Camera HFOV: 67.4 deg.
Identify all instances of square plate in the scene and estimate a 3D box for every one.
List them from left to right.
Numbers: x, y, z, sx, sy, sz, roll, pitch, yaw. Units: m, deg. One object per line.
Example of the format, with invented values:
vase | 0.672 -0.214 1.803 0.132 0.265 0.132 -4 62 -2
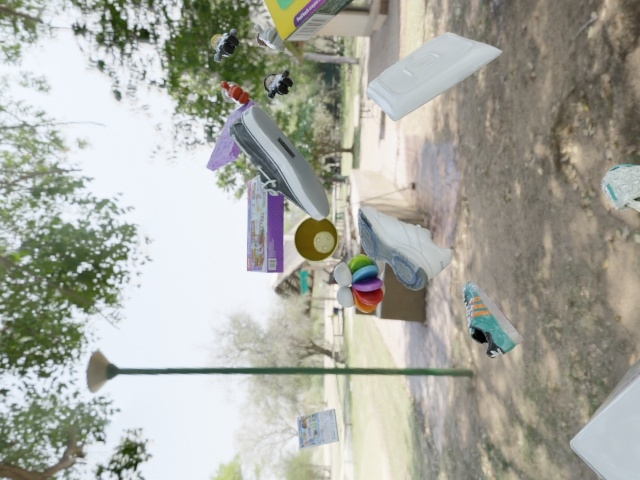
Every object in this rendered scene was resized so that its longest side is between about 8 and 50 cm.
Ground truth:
square plate | 0.316 -0.520 1.464 0.049 0.347 0.344 54 -171 -32

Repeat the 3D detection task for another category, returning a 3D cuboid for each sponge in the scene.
sponge | -0.250 -0.295 1.356 0.031 0.117 0.210 36 -127 -33

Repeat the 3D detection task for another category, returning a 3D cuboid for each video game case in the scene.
video game case | -0.009 0.523 1.332 0.011 0.122 0.087 42 -146 -51

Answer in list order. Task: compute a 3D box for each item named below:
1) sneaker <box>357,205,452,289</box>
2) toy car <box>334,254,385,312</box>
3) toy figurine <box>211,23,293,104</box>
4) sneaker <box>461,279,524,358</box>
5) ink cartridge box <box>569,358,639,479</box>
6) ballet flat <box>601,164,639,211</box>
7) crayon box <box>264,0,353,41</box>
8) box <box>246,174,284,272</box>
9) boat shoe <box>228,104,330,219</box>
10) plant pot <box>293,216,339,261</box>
sneaker | 0.193 0.004 1.170 0.297 0.129 0.111 47 152 41
toy car | 0.136 0.137 1.479 0.136 0.159 0.182 -146 46 -60
toy figurine | -0.198 -0.505 1.388 0.148 0.213 0.209 -137 32 -60
sneaker | 0.489 0.235 1.469 0.108 0.121 0.302 44 -168 -25
ink cartridge box | 0.415 0.163 0.447 0.197 0.270 0.198 46 122 31
ballet flat | 0.961 -0.114 1.275 0.147 0.409 0.147 3 -90 -86
crayon box | -0.007 -0.675 1.041 0.106 0.363 0.313 -26 -87 -46
box | -0.169 -0.049 1.450 0.201 0.057 0.293 176 95 -64
boat shoe | -0.100 -0.162 1.129 0.306 0.105 0.113 50 -150 -16
plant pot | 0.000 0.000 1.415 0.095 0.134 0.134 21 -107 -73
